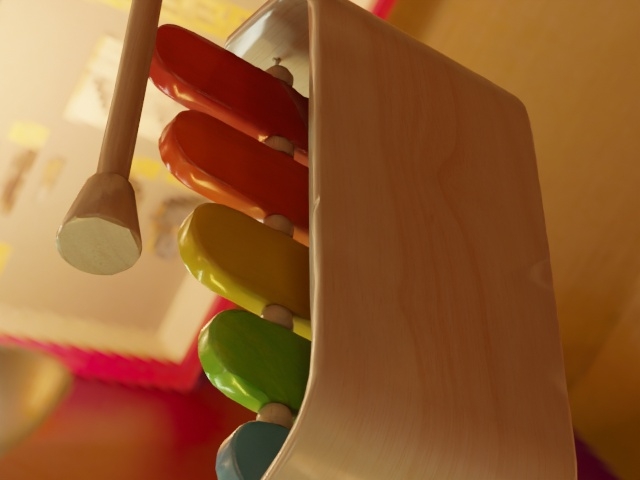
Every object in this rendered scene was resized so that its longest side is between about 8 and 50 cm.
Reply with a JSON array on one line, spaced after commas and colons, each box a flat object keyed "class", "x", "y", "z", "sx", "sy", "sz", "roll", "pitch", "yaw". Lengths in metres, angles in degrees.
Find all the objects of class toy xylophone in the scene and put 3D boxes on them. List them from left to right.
[{"class": "toy xylophone", "x": 0.000, "y": 0.000, "z": 0.772, "sx": 0.236, "sy": 0.081, "sz": 0.322, "roll": 32, "pitch": -144, "yaw": -17}]
